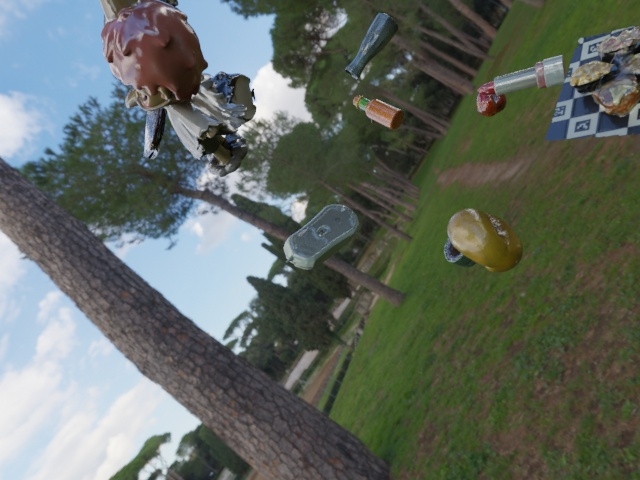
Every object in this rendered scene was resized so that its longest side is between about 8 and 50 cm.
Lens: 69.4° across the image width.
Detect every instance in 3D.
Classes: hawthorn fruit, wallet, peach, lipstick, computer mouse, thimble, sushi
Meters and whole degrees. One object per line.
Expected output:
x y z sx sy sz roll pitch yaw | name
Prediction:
0.510 -0.419 1.388 0.093 0.093 0.093 -55 -6 -9 | hawthorn fruit
-0.345 -0.309 0.996 0.137 0.031 0.254 0 83 59 | wallet
0.528 -0.001 1.480 0.153 0.251 0.251 -63 -8 19 | peach
0.458 -0.369 1.064 0.057 0.187 0.063 -38 -63 -52 | lipstick
0.000 0.000 0.945 0.182 0.089 0.056 -38 -29 -23 | computer mouse
0.529 0.029 1.712 0.118 0.090 0.134 0 72 61 | thimble
0.433 -0.247 0.666 0.193 0.040 0.210 9 69 52 | sushi

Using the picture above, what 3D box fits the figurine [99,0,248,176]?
-0.250 -0.262 0.748 0.166 0.206 0.387 -25 -41 10 | figurine

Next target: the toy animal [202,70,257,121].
-0.381 -0.514 1.709 0.213 0.267 0.212 4 -90 -65 | toy animal

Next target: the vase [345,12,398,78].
0.167 -0.646 1.553 0.214 0.086 0.086 -54 -6 6 | vase

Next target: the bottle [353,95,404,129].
0.182 -0.426 1.508 0.069 0.187 0.069 -33 -36 -28 | bottle

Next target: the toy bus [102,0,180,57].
-0.428 -0.495 1.105 0.142 0.142 0.202 -11 -72 -65 | toy bus

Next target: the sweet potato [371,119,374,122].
0.205 -0.437 1.612 0.095 0.034 0.034 -43 -13 -34 | sweet potato
